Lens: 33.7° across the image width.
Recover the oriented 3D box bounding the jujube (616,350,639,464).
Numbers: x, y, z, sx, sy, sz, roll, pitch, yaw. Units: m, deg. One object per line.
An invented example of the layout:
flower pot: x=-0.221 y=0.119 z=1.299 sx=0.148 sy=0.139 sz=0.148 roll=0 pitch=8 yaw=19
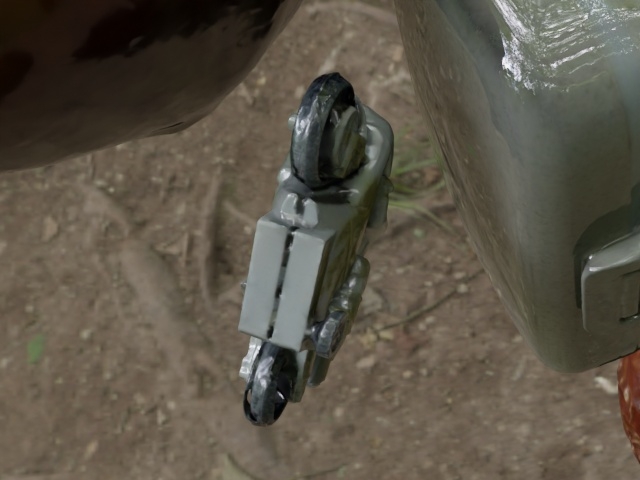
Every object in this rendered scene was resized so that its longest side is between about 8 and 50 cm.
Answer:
jujube: x=0.427 y=0.174 z=1.122 sx=0.213 sy=0.213 sz=0.232 roll=-5 pitch=119 yaw=39

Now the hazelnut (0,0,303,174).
hazelnut: x=-0.165 y=-0.224 z=0.617 sx=0.409 sy=0.359 sz=0.359 roll=-41 pitch=57 yaw=-3

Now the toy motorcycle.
toy motorcycle: x=0.000 y=0.000 z=0.641 sx=0.074 sy=0.151 sz=0.229 roll=16 pitch=116 yaw=14

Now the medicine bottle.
medicine bottle: x=0.143 y=-0.076 z=0.709 sx=0.123 sy=0.375 sz=0.282 roll=-24 pitch=58 yaw=0
